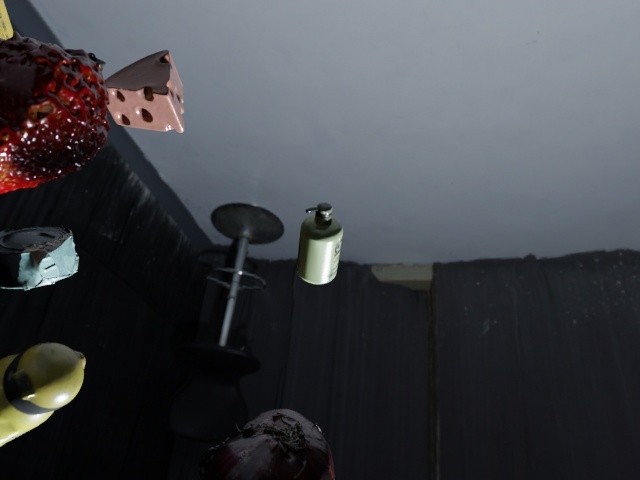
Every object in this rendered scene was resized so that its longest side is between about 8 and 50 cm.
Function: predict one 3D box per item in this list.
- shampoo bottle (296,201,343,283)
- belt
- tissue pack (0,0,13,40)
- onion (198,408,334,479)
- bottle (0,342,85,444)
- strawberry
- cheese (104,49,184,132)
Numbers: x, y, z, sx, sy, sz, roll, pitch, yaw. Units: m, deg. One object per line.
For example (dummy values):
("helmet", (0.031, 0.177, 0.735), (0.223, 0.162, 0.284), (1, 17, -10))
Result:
("shampoo bottle", (0.000, 0.000, 0.960), (0.079, 0.079, 0.162), (7, 128, -1))
("belt", (-0.518, 0.027, 0.935), (0.151, 0.078, 0.198), (-14, -160, -34))
("tissue pack", (-0.740, -0.375, 0.959), (0.292, 0.228, 0.382), (-8, 125, -11))
("onion", (-0.096, 0.421, 0.907), (0.221, 0.281, 0.281), (29, 154, 19))
("bottle", (-0.657, 0.335, 1.127), (0.351, 0.172, 0.171), (-28, 136, 24))
("strawberry", (-0.450, -0.177, 0.792), (0.260, 0.258, 0.261), (-4, 173, -1))
("cheese", (-0.397, -0.374, 1.264), (0.202, 0.177, 0.128), (10, 144, 19))
